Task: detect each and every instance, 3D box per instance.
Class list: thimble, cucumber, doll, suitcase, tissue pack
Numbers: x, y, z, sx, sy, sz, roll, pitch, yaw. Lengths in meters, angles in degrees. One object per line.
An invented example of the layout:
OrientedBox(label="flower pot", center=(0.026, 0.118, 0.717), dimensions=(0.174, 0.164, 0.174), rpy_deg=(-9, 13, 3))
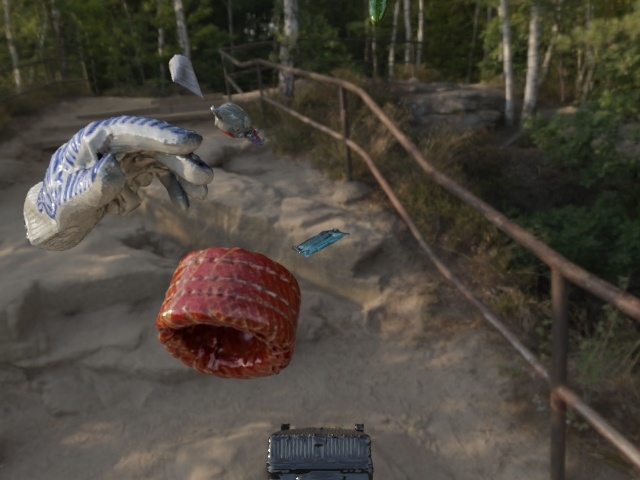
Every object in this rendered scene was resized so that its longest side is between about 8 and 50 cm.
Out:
OrientedBox(label="thimble", center=(-0.224, 0.190, 1.295), dimensions=(0.350, 0.350, 0.230), rpy_deg=(-3, 46, 13))
OrientedBox(label="cucumber", center=(0.145, -0.622, 1.212), dimensions=(0.056, 0.250, 0.056), rpy_deg=(8, -5, 1))
OrientedBox(label="doll", center=(-0.216, -0.301, 1.322), dimensions=(0.075, 0.102, 0.227), rpy_deg=(-38, -21, 12))
OrientedBox(label="suitcase", center=(0.000, 0.502, 1.171), dimensions=(0.230, 0.152, 0.335), rpy_deg=(-1, -19, 1))
OrientedBox(label="tissue pack", center=(0.000, 0.000, 1.342), dimensions=(0.138, 0.028, 0.085), rpy_deg=(-30, 24, -22))

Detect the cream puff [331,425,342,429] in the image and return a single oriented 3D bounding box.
OrientedBox(label="cream puff", center=(0.042, 0.578, 1.460), dimensions=(0.058, 0.083, 0.083), rpy_deg=(6, 36, -30))

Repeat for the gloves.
OrientedBox(label="gloves", center=(-0.182, -0.050, 0.440), dimensions=(0.229, 0.097, 0.119), rpy_deg=(-12, 24, 32))

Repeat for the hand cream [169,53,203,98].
OrientedBox(label="hand cream", center=(-0.328, -0.395, 1.219), dimensions=(0.053, 0.142, 0.084), rpy_deg=(-41, -39, 24))
